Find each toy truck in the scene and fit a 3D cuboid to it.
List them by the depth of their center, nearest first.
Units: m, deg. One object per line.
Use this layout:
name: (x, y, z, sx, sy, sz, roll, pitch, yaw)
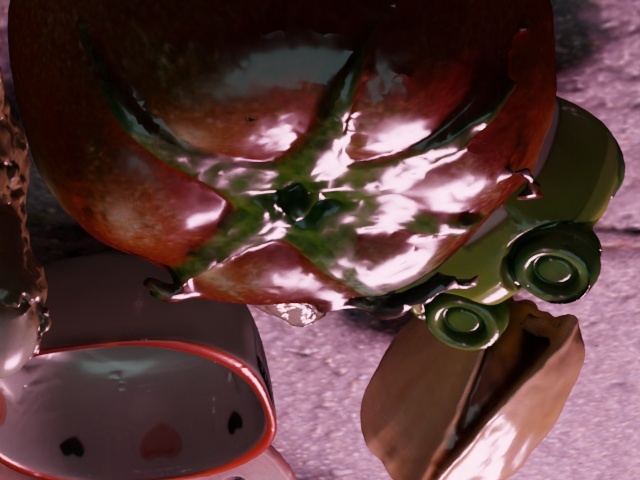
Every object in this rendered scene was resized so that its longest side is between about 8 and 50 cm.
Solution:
toy truck: (0.094, -0.035, 1.081, 0.210, 0.148, 0.187, 27, 137, -6)

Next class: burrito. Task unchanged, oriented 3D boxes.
burrito: (-0.044, 0.023, 1.204, 0.058, 0.045, 0.188, 5, 154, 30)

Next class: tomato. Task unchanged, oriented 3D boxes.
tomato: (-0.015, -0.109, 0.866, 0.303, 0.239, 0.303, -3, 146, -2)

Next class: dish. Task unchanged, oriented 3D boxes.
dish: (-0.155, 0.091, 1.206, 0.256, 0.117, 0.256, -3, 146, -2)

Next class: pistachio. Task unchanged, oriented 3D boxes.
pistachio: (0.123, 0.122, 1.271, 0.157, 0.157, 0.229, 11, 133, -23)

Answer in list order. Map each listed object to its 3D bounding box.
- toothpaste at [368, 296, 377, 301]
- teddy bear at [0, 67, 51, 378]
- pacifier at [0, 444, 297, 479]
toothpaste: (0.000, 0.000, 1.188, 0.057, 0.035, 0.197, -40, 139, 0)
teddy bear: (-0.310, -0.036, 0.988, 0.256, 0.156, 0.267, -9, 104, 2)
pacifier: (-0.180, 0.267, 1.374, 0.332, 0.273, 0.220, -6, 160, 0)
